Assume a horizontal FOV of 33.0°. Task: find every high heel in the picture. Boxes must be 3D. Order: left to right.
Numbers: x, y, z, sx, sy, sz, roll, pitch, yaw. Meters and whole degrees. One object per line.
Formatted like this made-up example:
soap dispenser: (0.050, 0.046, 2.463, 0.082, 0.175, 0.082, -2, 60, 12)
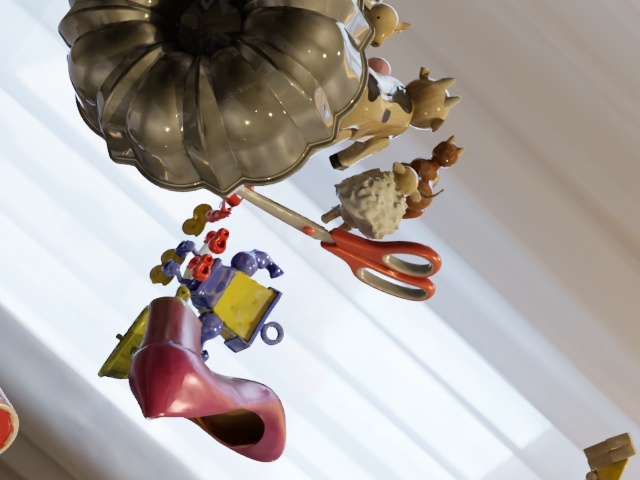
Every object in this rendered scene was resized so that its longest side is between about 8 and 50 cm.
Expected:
high heel: (-0.149, 0.252, 1.460, 0.127, 0.377, 0.181, -17, -135, 20)

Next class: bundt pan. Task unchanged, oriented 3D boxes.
bundt pan: (-0.113, -0.215, 1.081, 0.331, 0.331, 0.124, -48, 168, -4)

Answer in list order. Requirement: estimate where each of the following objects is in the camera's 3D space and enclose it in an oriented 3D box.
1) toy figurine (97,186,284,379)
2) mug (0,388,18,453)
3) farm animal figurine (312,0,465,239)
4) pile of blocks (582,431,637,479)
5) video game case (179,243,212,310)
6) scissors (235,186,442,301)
toy figurine: (-0.139, 0.105, 1.608, 0.191, 0.217, 0.362, -18, -144, 55)
mug: (-0.513, 0.221, 1.525, 0.113, 0.150, 0.169, -44, -138, -12)
farm animal figurine: (0.073, -0.186, 1.357, 0.172, 0.330, 0.327, -27, 180, 31)
pile of blocks: (0.474, 0.505, 1.899, 0.362, 0.149, 0.112, -61, 159, 3)
video game case: (-0.229, 0.107, 1.840, 0.212, 0.023, 0.193, -71, -178, -77)
scissors: (0.000, 0.000, 1.227, 0.109, 0.297, 0.021, 117, -10, -58)
